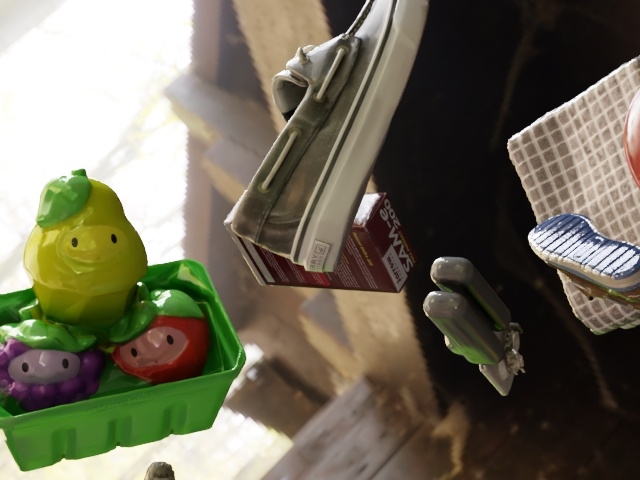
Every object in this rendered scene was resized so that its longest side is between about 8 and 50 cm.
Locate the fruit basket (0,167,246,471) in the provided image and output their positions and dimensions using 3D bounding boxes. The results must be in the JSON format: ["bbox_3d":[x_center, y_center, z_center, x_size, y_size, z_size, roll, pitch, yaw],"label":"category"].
[{"bbox_3d":[-0.311,0.104,1.913,0.392,0.392,0.283,71,-8,-45],"label":"fruit basket"}]

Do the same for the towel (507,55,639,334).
[{"bbox_3d":[0.359,-0.056,1.592,0.235,0.121,0.283,-39,-114,51],"label":"towel"}]

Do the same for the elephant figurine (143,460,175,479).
[{"bbox_3d":[-0.207,0.420,1.694,0.239,0.186,0.169,59,-7,10],"label":"elephant figurine"}]

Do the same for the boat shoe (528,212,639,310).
[{"bbox_3d":[0.275,0.028,1.393,0.066,0.066,0.183,60,-9,-26],"label":"boat shoe"}]

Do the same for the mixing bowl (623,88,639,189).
[{"bbox_3d":[0.329,-0.099,1.052,0.181,0.181,0.098,37,-15,22],"label":"mixing bowl"}]

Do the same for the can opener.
[{"bbox_3d":[0.158,0.096,1.454,0.093,0.074,0.280,4,-20,21],"label":"can opener"}]

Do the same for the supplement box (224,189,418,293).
[{"bbox_3d":[0.000,0.000,1.881,0.239,0.073,0.130,3,-43,36],"label":"supplement box"}]

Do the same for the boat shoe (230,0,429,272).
[{"bbox_3d":[0.012,-0.132,1.268,0.119,0.335,0.121,21,-31,1],"label":"boat shoe"}]
